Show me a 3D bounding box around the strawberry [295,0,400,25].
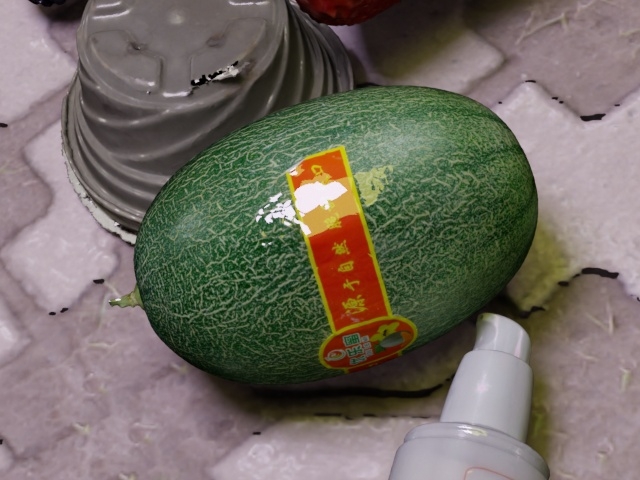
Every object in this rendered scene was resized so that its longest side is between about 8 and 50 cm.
[{"bbox_3d":[0.043,-0.297,1.147,0.257,0.261,0.261,-27,58,-12],"label":"strawberry"}]

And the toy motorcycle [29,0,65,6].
[{"bbox_3d":[-0.216,-0.317,1.296,0.204,0.108,0.239,24,67,39],"label":"toy motorcycle"}]

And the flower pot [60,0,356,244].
[{"bbox_3d":[-0.091,-0.121,1.141,0.235,0.140,0.235,-4,60,7],"label":"flower pot"}]

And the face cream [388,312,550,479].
[{"bbox_3d":[0.088,0.161,0.957,0.101,0.101,0.252,10,60,15],"label":"face cream"}]

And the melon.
[{"bbox_3d":[0.000,0.000,1.025,0.287,0.182,0.182,-19,57,5],"label":"melon"}]
